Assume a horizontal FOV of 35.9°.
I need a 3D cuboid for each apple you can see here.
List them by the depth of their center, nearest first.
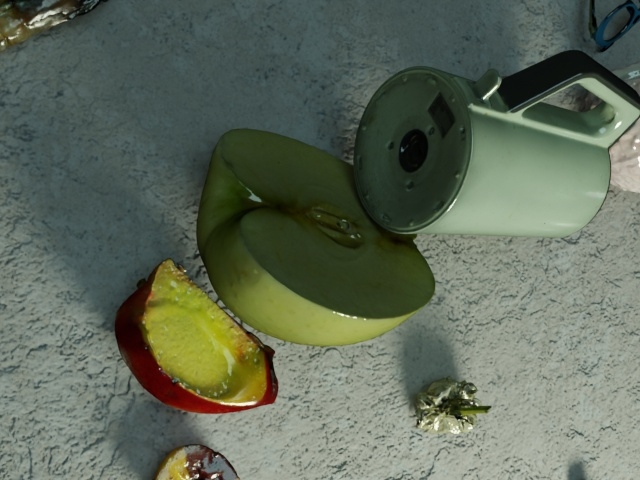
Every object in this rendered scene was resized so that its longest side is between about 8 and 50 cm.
[{"bbox_3d":[0.000,0.000,1.493,0.360,0.312,0.319,17,83,-32],"label":"apple"}]

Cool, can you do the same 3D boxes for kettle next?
[{"bbox_3d":[0.299,-0.158,1.555,0.377,0.361,0.250,5,45,-40],"label":"kettle"}]

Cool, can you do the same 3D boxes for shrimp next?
[{"bbox_3d":[-0.454,-0.401,1.528,0.289,0.075,0.178,-26,89,-7],"label":"shrimp"}]

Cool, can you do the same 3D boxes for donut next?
[{"bbox_3d":[-0.193,0.378,1.502,0.141,0.059,0.140,3,81,-18],"label":"donut"}]

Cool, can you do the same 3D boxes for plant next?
[{"bbox_3d":[0.223,0.282,1.631,0.117,0.122,0.104,-19,100,-27],"label":"plant"}]

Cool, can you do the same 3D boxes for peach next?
[{"bbox_3d":[-0.195,0.175,1.481,0.267,0.154,0.158,42,63,-15],"label":"peach"}]

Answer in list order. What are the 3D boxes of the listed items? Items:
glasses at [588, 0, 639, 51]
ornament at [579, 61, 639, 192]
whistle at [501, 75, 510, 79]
[{"bbox_3d":[0.551,-0.490,1.859,0.239,0.102,0.207,-44,97,-19],"label":"glasses"},{"bbox_3d":[0.594,-0.199,1.755,0.260,0.259,0.225,-22,107,-20],"label":"ornament"},{"bbox_3d":[0.307,-0.215,1.761,0.220,0.057,0.107,-44,101,-17],"label":"whistle"}]
